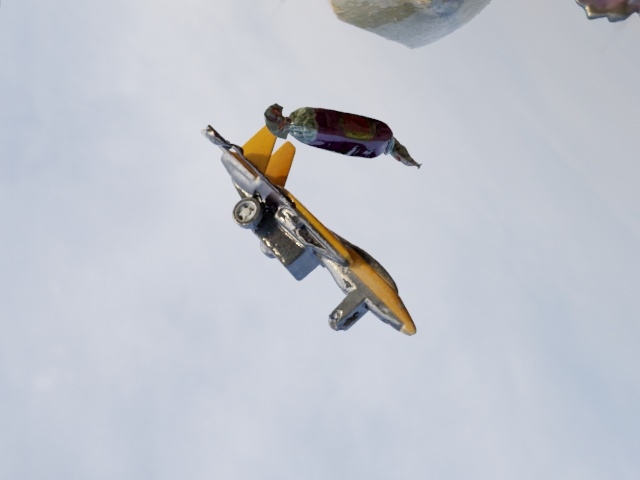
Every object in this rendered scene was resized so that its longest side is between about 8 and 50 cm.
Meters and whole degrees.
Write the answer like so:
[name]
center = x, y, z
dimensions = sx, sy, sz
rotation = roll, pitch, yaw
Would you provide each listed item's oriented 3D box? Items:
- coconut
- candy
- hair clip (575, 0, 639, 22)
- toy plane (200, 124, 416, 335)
[coconut]
center = 0.091, -0.315, 1.201
dimensions = 0.227, 0.227, 0.230
rotation = 19, -148, -40
[candy]
center = 0.025, -0.103, 1.143
dimensions = 0.175, 0.043, 0.045
rotation = 9, -128, -28
[hair clip]
center = 0.204, -0.236, 0.829
dimensions = 0.195, 0.124, 0.052
rotation = 57, -169, 10
[toy plane]
center = -0.010, 0.008, 1.273
dimensions = 0.316, 0.103, 0.204
rotation = 54, -177, 32
